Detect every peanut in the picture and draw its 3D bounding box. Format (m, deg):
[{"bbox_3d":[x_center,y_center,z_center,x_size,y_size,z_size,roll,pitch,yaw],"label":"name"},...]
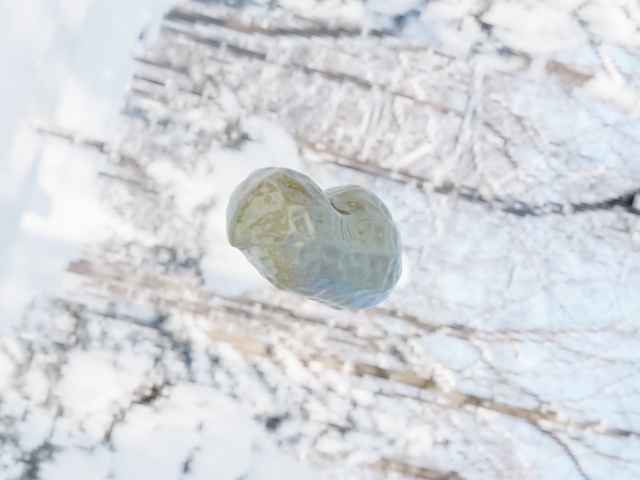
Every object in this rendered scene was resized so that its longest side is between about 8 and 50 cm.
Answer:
[{"bbox_3d":[0.000,0.000,0.985,0.093,0.194,0.083,-31,-118,17],"label":"peanut"}]
